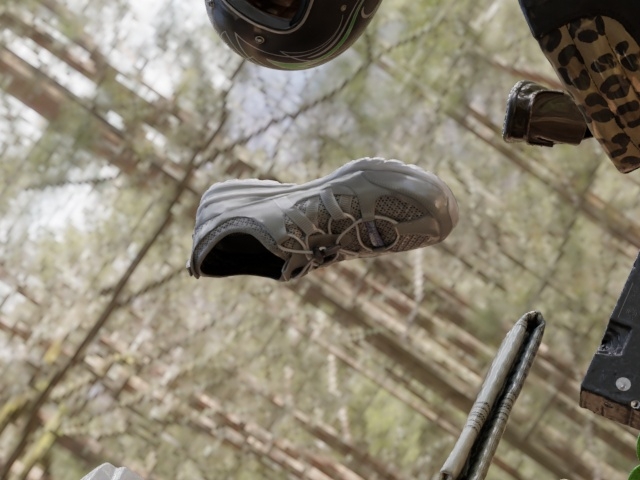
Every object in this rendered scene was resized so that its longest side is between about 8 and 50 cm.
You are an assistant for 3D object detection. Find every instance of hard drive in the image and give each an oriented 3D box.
[{"bbox_3d":[0.506,0.151,1.671,0.237,0.338,0.064,-62,-21,-25],"label":"hard drive"}]

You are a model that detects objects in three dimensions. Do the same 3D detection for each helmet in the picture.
[{"bbox_3d":[-0.028,-0.244,1.369,0.161,0.169,0.169,-41,11,20],"label":"helmet"}]

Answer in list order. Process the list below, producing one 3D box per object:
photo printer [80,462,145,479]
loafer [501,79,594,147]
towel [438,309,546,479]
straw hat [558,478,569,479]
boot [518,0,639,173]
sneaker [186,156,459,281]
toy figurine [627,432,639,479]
[{"bbox_3d":[-0.231,0.311,0.961,0.307,0.107,0.256,-45,4,5],"label":"photo printer"},{"bbox_3d":[0.297,-0.157,1.774,0.220,0.078,0.080,-13,-64,-57],"label":"loafer"},{"bbox_3d":[0.180,0.284,1.811,0.312,0.056,0.324,108,-171,-55],"label":"towel"},{"bbox_3d":[0.347,0.375,2.008,0.144,0.144,0.061,-50,5,46],"label":"straw hat"},{"bbox_3d":[0.243,-0.240,0.866,0.284,0.377,0.138,-24,13,25],"label":"boot"},{"bbox_3d":[0.000,0.000,1.364,0.281,0.105,0.115,-8,39,26],"label":"sneaker"},{"bbox_3d":[0.481,0.333,1.887,0.173,0.130,0.159,-55,8,25],"label":"toy figurine"}]
